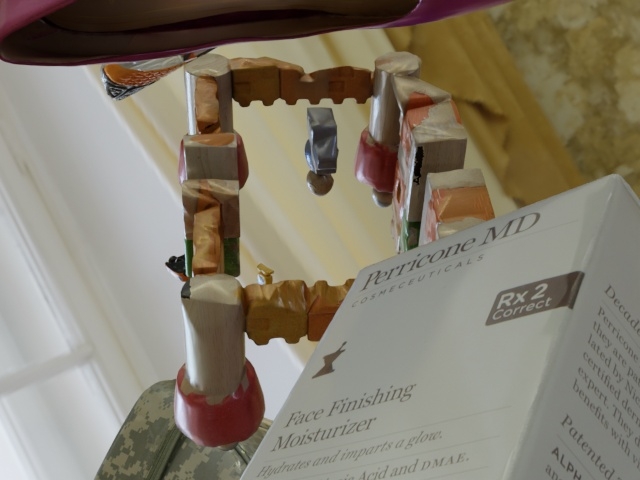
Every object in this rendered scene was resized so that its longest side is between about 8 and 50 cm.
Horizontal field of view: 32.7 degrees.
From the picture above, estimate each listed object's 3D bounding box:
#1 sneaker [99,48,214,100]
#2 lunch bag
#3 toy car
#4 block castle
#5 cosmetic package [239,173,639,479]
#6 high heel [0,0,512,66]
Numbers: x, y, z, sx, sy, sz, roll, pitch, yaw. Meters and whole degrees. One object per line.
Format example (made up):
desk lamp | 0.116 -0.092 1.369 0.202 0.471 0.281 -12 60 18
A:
sneaker | -0.221 -0.263 1.379 0.099 0.121 0.262 -24 13 24
lunch bag | -0.092 0.326 1.330 0.305 0.256 0.212 36 -102 -48
toy car | -0.116 0.045 1.241 0.122 0.040 0.060 18 37 27
block castle | 0.000 0.000 1.128 0.303 0.453 0.212 -3 -50 -5
cosmetic package | 0.080 0.101 0.452 0.151 0.151 0.183 -22 26 41
high heel | -0.026 -0.163 0.739 0.377 0.127 0.181 0 42 12
